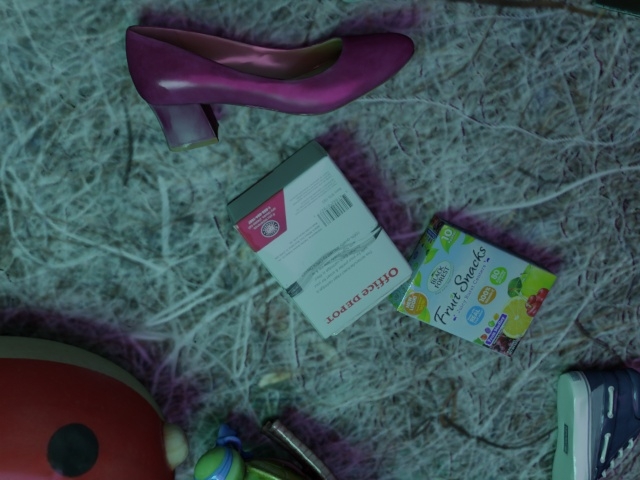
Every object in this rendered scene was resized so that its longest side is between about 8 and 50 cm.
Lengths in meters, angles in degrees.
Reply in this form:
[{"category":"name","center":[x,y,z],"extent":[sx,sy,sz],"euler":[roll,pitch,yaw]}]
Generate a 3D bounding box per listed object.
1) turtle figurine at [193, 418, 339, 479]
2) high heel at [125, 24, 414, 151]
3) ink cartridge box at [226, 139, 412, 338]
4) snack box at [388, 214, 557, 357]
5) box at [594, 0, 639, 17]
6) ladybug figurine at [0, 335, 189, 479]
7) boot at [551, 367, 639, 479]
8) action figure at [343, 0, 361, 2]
[{"category":"turtle figurine","center":[-0.031,0.334,1.012],"extent":[0.266,0.274,0.198],"euler":[33,114,-30]},{"category":"high heel","center":[-0.044,-0.167,0.911],"extent":[0.244,0.082,0.117],"euler":[-15,122,6]},{"category":"ink cartridge box","center":[0.000,0.000,0.987],"extent":[0.109,0.063,0.150],"euler":[-37,113,1]},{"category":"snack box","center":[0.154,0.048,1.055],"extent":[0.141,0.037,0.100],"euler":[24,101,-20]},{"category":"box","center":[0.379,-0.283,0.925],"extent":[0.168,0.167,0.203],"euler":[9,106,-17]},{"category":"ladybug figurine","center":[-0.327,0.246,0.889],"extent":[0.449,0.162,0.305],"euler":[-20,103,-13]},{"category":"boot","center":[0.305,0.231,1.136],"extent":[0.086,0.069,0.190],"euler":[-4,108,-9]},{"category":"action figure","center":[0.051,-0.306,0.878],"extent":[0.285,0.099,0.185],"euler":[-13,116,-5]}]
